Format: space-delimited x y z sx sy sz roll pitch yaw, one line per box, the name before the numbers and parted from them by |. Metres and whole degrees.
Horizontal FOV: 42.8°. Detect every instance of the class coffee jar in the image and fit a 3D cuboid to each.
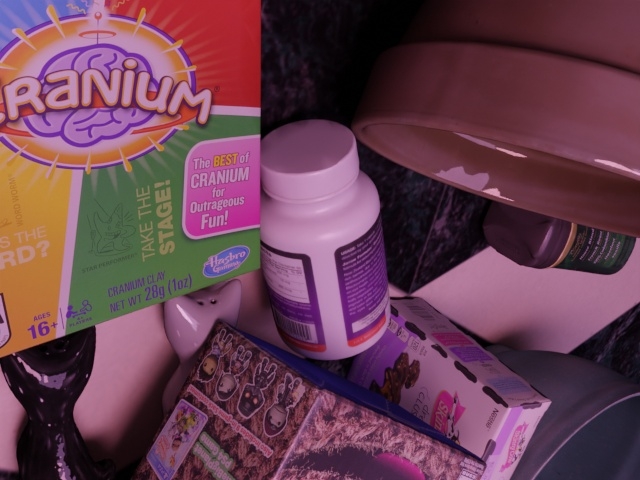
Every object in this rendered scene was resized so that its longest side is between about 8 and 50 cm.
coffee jar | 0.270 -0.010 0.921 0.184 0.096 0.079 5 112 -43

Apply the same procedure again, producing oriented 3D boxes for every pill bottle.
pill bottle | 0.000 0.000 0.693 0.108 0.108 0.193 -29 133 -22

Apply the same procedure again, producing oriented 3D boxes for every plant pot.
plant pot | 0.250 0.252 1.011 0.293 0.196 0.293 -21 129 -28
plant pot | 0.216 -0.170 0.649 0.323 0.323 0.280 18 88 -45

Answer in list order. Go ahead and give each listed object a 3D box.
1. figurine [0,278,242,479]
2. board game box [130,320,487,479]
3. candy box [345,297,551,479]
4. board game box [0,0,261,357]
figurine | -0.153 0.138 0.682 0.214 0.092 0.209 -17 124 -32
board game box | -0.037 0.253 0.674 0.232 0.141 0.291 31 86 -40
candy box | 0.115 0.178 0.846 0.070 0.196 0.165 3 115 -41
board game box | -0.156 -0.090 0.532 0.242 0.064 0.317 -19 129 -30
